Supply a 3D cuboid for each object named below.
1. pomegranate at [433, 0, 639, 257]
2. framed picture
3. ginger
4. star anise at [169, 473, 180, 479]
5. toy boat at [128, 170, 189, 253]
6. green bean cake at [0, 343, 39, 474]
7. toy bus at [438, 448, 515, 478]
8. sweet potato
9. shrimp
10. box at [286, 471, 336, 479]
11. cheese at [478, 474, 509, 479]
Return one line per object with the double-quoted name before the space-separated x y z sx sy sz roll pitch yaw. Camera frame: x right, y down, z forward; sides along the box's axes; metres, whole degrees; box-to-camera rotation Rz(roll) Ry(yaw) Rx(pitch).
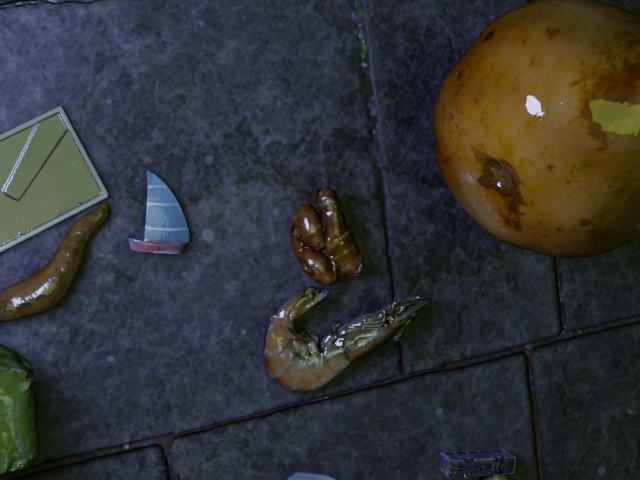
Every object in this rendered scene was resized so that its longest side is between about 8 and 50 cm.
"pomegranate" 0.387 -0.177 1.546 0.417 0.417 0.416 -2 96 -22
"framed picture" -0.426 -0.082 1.421 0.203 0.015 0.150 -31 105 -16
"ginger" 0.000 0.000 1.575 0.103 0.073 0.162 -28 110 -21
"star anise" -0.254 0.433 1.519 0.168 0.057 0.167 2 84 -22
"toy boat" -0.237 -0.042 1.493 0.096 0.034 0.122 5 91 -28
"green bean cake" -0.502 0.219 1.292 0.250 0.247 0.156 -6 97 -22
"toy bus" 0.272 0.387 1.731 0.131 0.052 0.036 1 99 -20
"sweet potato" -0.382 0.047 1.431 0.069 0.059 0.249 46 73 -7
"shrimp" 0.039 0.127 1.599 0.296 0.058 0.169 -31 118 -12
"box" 0.020 0.516 1.578 0.312 0.175 0.182 46 60 -19
"cheese" 0.329 0.488 1.772 0.086 0.036 0.162 -42 108 -12
